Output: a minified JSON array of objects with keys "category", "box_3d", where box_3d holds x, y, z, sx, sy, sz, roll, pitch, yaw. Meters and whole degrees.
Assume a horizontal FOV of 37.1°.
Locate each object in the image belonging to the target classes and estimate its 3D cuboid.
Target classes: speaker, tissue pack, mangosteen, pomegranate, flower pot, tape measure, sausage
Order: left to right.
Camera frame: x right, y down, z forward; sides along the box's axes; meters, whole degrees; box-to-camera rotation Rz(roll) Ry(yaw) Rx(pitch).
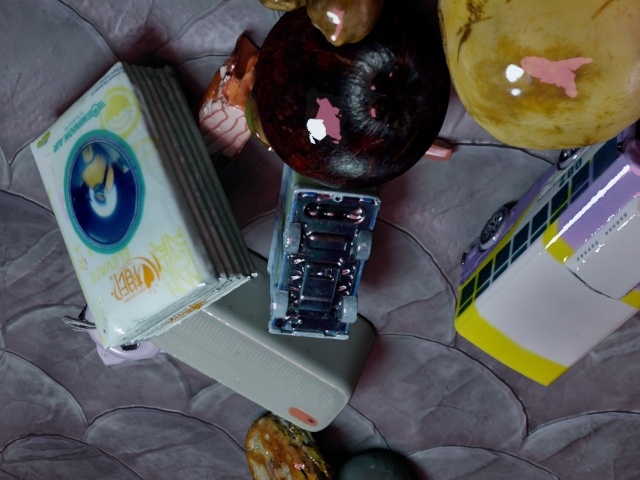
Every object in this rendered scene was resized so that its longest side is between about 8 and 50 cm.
[{"category":"tape measure","box_3d":[-0.387,0.164,1.893,0.196,0.105,0.178,-16,118,28]},{"category":"tissue pack","box_3d":[-0.296,-0.056,1.556,0.287,0.162,0.388,-31,76,37]},{"category":"speaker","box_3d":[-0.112,0.174,1.768,0.406,0.184,0.183,31,127,-6]},{"category":"mangosteen","box_3d":[0.039,-0.227,1.389,0.300,0.300,0.300,8,127,11]},{"category":"flower pot","box_3d":[0.116,0.551,1.994,0.189,0.157,0.243,-6,124,22]},{"category":"sausage","box_3d":[0.142,-0.159,1.544,0.147,0.035,0.030,17,132,6]},{"category":"pomegranate","box_3d":[0.313,-0.283,1.252,0.332,0.332,0.332,8,127,11]}]

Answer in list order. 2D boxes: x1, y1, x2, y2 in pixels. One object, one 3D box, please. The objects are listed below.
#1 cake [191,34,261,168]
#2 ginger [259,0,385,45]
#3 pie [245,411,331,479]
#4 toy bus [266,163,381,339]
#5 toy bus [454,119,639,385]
[{"category":"cake","box_3d":[-0.156,-0.204,1.558,0.098,0.135,0.287,19,139,-15]},{"category":"ginger","box_3d":[0.035,-0.465,1.215,0.254,0.176,0.418,28,97,37]},{"category":"pie","box_3d":[-0.062,0.488,1.975,0.308,0.085,0.308,28,125,49]},{"category":"toy bus","box_3d":[0.000,0.000,1.599,0.152,0.190,0.312,6,128,-7]},{"category":"toy bus","box_3d":[0.408,0.000,1.444,0.209,0.249,0.440,33,128,-8]}]
